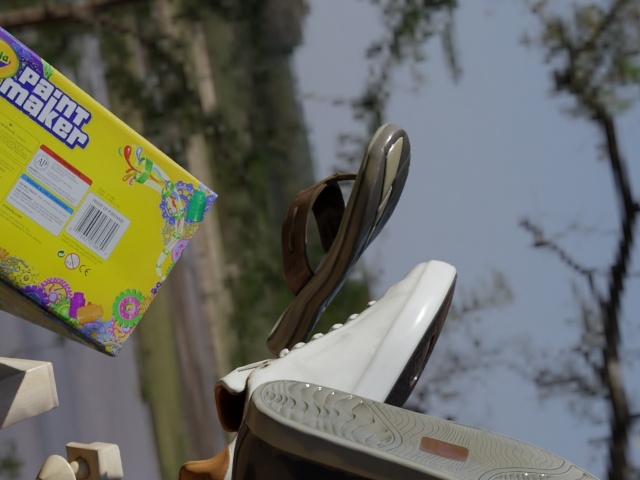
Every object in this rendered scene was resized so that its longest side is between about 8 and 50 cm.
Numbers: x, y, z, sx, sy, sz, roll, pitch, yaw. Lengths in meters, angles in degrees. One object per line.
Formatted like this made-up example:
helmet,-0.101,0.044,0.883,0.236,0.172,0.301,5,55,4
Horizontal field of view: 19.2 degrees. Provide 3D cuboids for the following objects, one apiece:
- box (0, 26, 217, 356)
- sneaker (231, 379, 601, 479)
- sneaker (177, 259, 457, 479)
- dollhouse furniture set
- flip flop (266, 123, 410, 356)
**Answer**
box,-0.302,-0.062,1.692,0.290,0.177,0.279,39,-13,-30
sneaker,0.057,0.159,0.960,0.083,0.222,0.118,-46,153,-68
sneaker,-0.002,0.100,1.399,0.290,0.123,0.106,-51,162,-36
dollhouse furniture set,-0.339,0.305,1.810,0.303,0.174,0.355,3,-75,42
flip flop,0.000,0.000,1.711,0.112,0.080,0.277,-51,174,-46
